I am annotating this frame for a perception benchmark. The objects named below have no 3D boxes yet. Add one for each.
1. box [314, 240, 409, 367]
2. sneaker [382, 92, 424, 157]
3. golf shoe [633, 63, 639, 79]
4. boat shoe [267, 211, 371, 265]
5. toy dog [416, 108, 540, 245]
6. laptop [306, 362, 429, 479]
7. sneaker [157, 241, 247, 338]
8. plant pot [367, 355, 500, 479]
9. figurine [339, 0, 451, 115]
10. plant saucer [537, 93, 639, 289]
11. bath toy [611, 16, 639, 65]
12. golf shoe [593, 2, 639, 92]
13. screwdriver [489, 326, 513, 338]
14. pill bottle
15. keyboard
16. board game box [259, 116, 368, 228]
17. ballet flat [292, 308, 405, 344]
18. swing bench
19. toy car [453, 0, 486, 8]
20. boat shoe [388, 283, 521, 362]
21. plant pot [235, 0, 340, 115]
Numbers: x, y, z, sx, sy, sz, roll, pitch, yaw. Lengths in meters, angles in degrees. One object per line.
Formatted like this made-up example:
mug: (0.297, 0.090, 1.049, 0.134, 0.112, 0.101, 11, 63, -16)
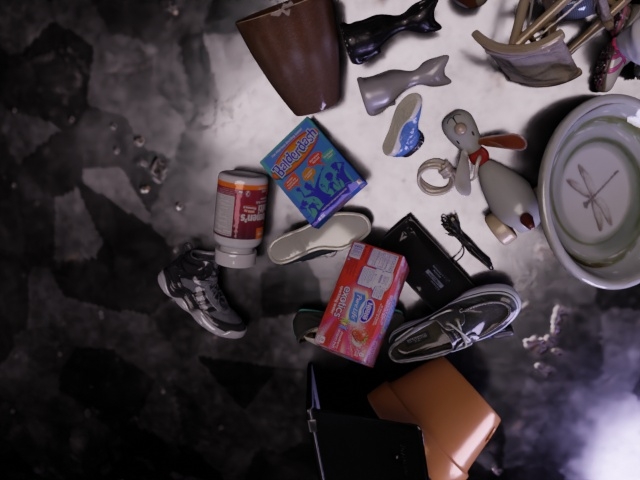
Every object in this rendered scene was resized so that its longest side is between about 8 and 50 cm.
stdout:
box: (0.099, 0.147, 1.391, 0.128, 0.122, 0.257, 17, 78, 21)
sneaker: (0.204, -0.256, 1.361, 0.058, 0.084, 0.152, 45, 122, 43)
golf shoe: (0.747, -0.437, 1.228, 0.273, 0.105, 0.120, -36, 77, 12)
boat shoe: (0.000, 0.000, 1.457, 0.254, 0.079, 0.095, -23, 82, 6)
toy dog: (0.382, -0.127, 1.319, 0.333, 0.161, 0.220, 32, 106, 1)
laptop: (0.111, 0.524, 1.416, 0.236, 0.408, 0.382, -9, 102, 1)
sneaker: (-0.273, 0.123, 1.522, 0.268, 0.101, 0.153, 38, 109, 2)
plant pot: (0.279, 0.410, 1.419, 0.203, 0.291, 0.291, -42, 93, 0)
figurine: (0.172, -0.397, 1.304, 0.209, 0.092, 0.215, -17, 130, 9)
plant saucer: (0.593, -0.101, 1.271, 0.400, 0.100, 0.400, -1, 93, -22)
bath toy: (0.673, -0.490, 1.154, 0.151, 0.129, 0.348, 25, 90, -21)
golf shoe: (0.635, -0.397, 1.259, 0.086, 0.067, 0.186, 16, 105, 4)
screwdriver: (0.388, 0.237, 1.482, 0.170, 0.024, 0.025, -11, 72, 19)
pill bottle: (-0.195, -0.052, 1.458, 0.121, 0.121, 0.221, 9, 105, 8)
keyboard: (0.304, 0.064, 1.447, 0.201, 0.033, 0.317, -41, 94, 23)
board game box: (-0.018, -0.158, 1.406, 0.160, 0.047, 0.210, -43, 76, 11)
ballet flat: (0.067, 0.224, 1.489, 0.280, 0.096, 0.095, -3, 146, 15)
swing bench: (0.454, -0.431, 1.167, 0.165, 0.253, 0.255, 37, 107, 26)
toy car: (0.247, -0.548, 1.255, 0.188, 0.155, 0.149, -4, 102, 21)
boat shoe: (0.311, 0.214, 1.412, 0.335, 0.119, 0.121, -30, 98, 22)
plant pot: (-0.045, -0.400, 1.324, 0.215, 0.215, 0.230, -14, 115, 13)
